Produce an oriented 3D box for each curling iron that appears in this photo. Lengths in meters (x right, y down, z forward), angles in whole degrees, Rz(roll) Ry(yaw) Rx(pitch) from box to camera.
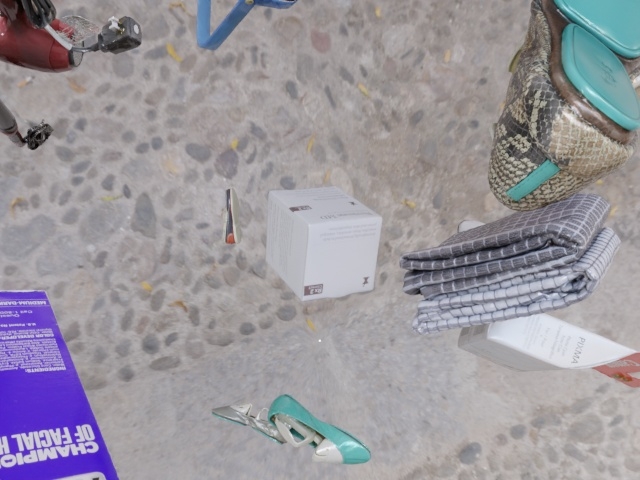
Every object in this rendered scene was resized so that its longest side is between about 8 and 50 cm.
[{"bbox_3d":[-0.495,-0.197,0.997,0.068,0.274,0.035,-43,92,-10],"label":"curling iron"}]

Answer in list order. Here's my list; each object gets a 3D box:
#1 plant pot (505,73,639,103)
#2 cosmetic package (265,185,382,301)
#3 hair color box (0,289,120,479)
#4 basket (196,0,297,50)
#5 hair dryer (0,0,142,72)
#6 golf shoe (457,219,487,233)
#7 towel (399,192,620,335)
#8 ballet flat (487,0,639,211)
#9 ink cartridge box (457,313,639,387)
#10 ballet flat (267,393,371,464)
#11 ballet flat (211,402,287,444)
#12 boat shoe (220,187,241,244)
[{"bbox_3d":[0.542,-0.295,1.227,0.284,0.284,0.191,-35,50,-5],"label":"plant pot"},{"bbox_3d":[0.000,0.000,1.154,0.151,0.183,0.152,-7,115,-26],"label":"cosmetic package"},{"bbox_3d":[-0.266,0.199,0.527,0.110,0.338,0.185,1,112,-36],"label":"hair color box"},{"bbox_3d":[-0.119,-0.459,0.944,0.201,0.288,0.255,5,77,-39],"label":"basket"},{"bbox_3d":[-0.397,-0.312,0.812,0.293,0.223,0.080,-9,57,30],"label":"hair dryer"},{"bbox_3d":[0.370,0.005,1.338,0.077,0.094,0.198,-44,54,-2],"label":"golf shoe"},{"bbox_3d":[0.278,0.024,0.924,0.283,0.235,0.122,-17,97,34],"label":"towel"},{"bbox_3d":[0.281,-0.197,0.722,0.164,0.182,0.483,38,46,-3],"label":"ballet flat"},{"bbox_3d":[0.485,0.242,1.222,0.384,0.308,0.091,24,78,8],"label":"ink cartridge box"},{"bbox_3d":[-0.013,0.427,1.331,0.247,0.083,0.087,28,44,21],"label":"ballet flat"},{"bbox_3d":[-0.172,0.452,1.581,0.213,0.072,0.068,21,77,7],"label":"ballet flat"},{"bbox_3d":[-0.221,-0.058,1.495,0.043,0.049,0.137,-2,97,15],"label":"boat shoe"}]
